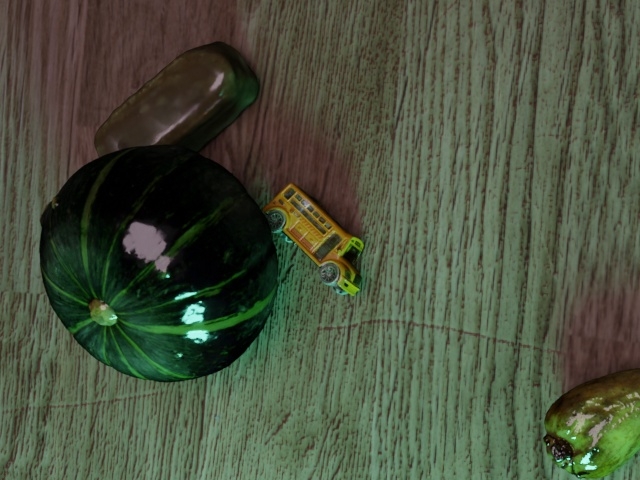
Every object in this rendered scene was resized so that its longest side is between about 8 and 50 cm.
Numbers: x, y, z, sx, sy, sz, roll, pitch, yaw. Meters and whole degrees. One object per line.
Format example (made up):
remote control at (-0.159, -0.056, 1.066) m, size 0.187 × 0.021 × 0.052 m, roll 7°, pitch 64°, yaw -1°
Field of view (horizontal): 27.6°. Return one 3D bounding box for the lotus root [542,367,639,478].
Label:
lotus root at (0.354, 0.206, 1.539) m, size 0.190 × 0.094 × 0.108 m, roll -33°, pitch 97°, yaw 9°

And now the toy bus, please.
toy bus at (0.000, 0.000, 1.718) m, size 0.074 × 0.069 × 0.162 m, roll -47°, pitch 67°, yaw 2°

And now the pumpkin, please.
pumpkin at (-0.213, 0.032, 1.694) m, size 0.323 × 0.241 × 0.323 m, roll 14°, pitch 122°, yaw 23°

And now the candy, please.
candy at (-0.198, -0.176, 1.801) m, size 0.234 × 0.104 × 0.102 m, roll -41°, pitch 76°, yaw 16°
